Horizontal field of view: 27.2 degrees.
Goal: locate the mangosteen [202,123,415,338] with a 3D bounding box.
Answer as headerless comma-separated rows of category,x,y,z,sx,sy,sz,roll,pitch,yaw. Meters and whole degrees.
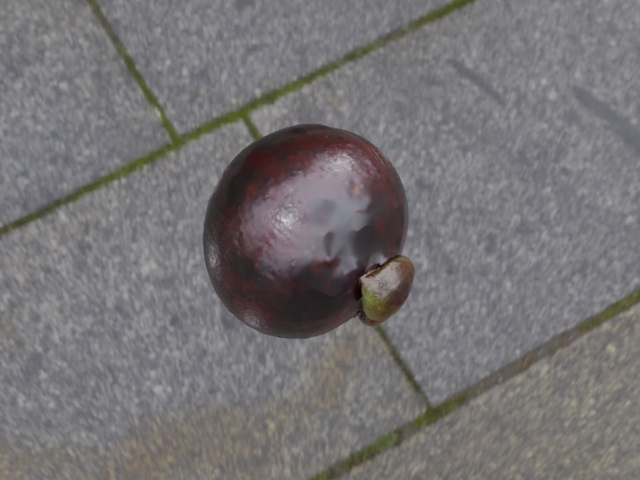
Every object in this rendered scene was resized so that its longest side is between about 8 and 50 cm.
mangosteen,0.000,0.000,0.870,0.153,0.152,0.152,0,67,-1
